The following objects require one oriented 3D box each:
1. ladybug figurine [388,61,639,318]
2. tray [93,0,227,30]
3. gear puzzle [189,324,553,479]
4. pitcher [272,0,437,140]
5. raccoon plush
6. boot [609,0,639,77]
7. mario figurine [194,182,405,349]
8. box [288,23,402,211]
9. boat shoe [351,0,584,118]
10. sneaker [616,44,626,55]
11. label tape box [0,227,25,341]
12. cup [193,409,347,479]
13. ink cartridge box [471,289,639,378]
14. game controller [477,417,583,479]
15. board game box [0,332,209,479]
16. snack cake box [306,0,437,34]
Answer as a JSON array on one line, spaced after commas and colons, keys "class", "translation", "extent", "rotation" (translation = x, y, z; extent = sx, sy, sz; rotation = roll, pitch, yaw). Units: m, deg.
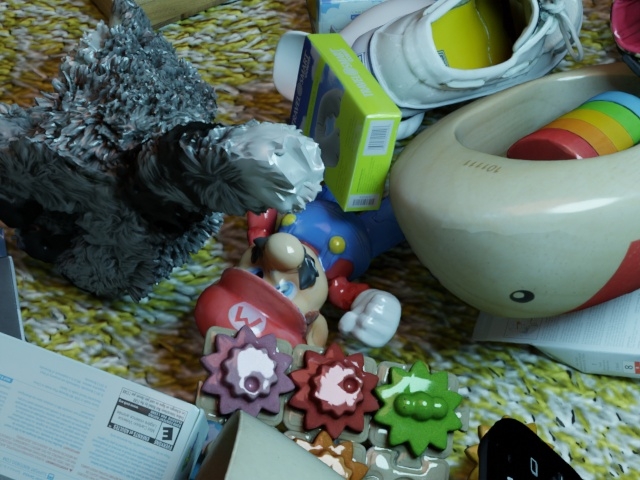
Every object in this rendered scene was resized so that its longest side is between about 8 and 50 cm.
[{"class": "ladybug figurine", "translation": [0.253, -0.051, 1.564], "extent": [0.305, 0.161, 0.449], "rotation": [15, 30, 41]}, {"class": "tray", "translation": [-0.250, -0.415, 1.985], "extent": [0.203, 0.076, 0.411], "rotation": [-25, 55, -23]}, {"class": "gear puzzle", "translation": [0.052, 0.183, 1.433], "extent": [0.339, 0.044, 0.175], "rotation": [12, 72, -12]}, {"class": "pitcher", "translation": [0.081, -0.175, 1.737], "extent": [0.207, 0.125, 0.178], "rotation": [-19, 51, -38]}, {"class": "raccoon plush", "translation": [-0.113, -0.107, 1.585], "extent": [0.446, 0.216, 0.299], "rotation": [5, 44, 33]}, {"class": "boot", "translation": [0.385, -0.247, 1.639], "extent": [0.377, 0.138, 0.284], "rotation": [28, 32, 37]}, {"class": "mario figurine", "translation": [0.000, 0.000, 1.559], "extent": [0.198, 0.170, 0.320], "rotation": [-7, 29, 39]}, {"class": "box", "translation": [0.018, -0.121, 1.575], "extent": [0.042, 0.109, 0.178], "rotation": [-4, 36, -23]}, {"class": "boat shoe", "translation": [0.195, -0.228, 1.675], "extent": [0.367, 0.156, 0.135], "rotation": [-21, 90, -46]}, {"class": "sneaker", "translation": [0.480, -0.244, 1.860], "extent": [0.270, 0.090, 0.145], "rotation": [-31, 58, -22]}, {"class": "label tape box", "translation": [-0.394, 0.107, 1.489], "extent": [0.249, 0.115, 0.347], "rotation": [-9, 51, -11]}, {"class": "cup", "translation": [-0.018, 0.321, 1.212], "extent": [0.237, 0.331, 0.331], "rotation": [23, 49, -6]}, {"class": "ink cartridge box", "translation": [0.254, 0.066, 1.619], "extent": [0.179, 0.045, 0.145], "rotation": [2, 46, 24]}, {"class": "game controller", "translation": [0.180, 0.300, 1.325], "extent": [0.067, 0.166, 0.319], "rotation": [-18, 44, 24]}, {"class": "board game box", "translation": [-0.247, 0.240, 1.290], "extent": [0.224, 0.097, 0.303], "rotation": [21, 76, 4]}, {"class": "snack cake box", "translation": [0.053, -0.336, 1.918], "extent": [0.152, 0.089, 0.264], "rotation": [-6, 49, -7]}]
